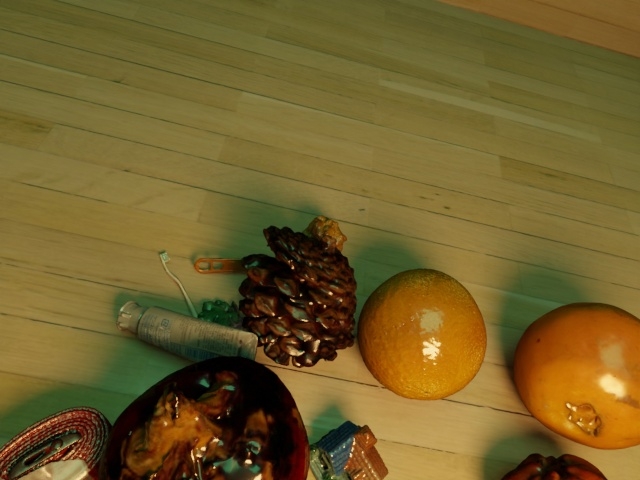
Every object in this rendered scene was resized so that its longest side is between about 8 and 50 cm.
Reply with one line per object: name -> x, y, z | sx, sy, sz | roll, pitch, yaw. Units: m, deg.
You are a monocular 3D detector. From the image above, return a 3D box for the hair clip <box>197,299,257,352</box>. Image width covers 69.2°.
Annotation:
hair clip -> -0.194, 0.203, 0.998 | 0.124, 0.052, 0.195 | -10, 50, -43

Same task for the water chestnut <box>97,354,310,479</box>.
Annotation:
water chestnut -> -0.182, 0.331, 0.728 | 0.336, 0.346, 0.335 | 1, 53, -2

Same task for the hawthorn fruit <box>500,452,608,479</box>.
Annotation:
hawthorn fruit -> 0.439, 0.533, 0.839 | 0.224, 0.224, 0.260 | -2, 79, -17

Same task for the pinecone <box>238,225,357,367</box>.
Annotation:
pinecone -> -0.045, 0.116, 0.951 | 0.242, 0.295, 0.298 | 3, 19, 2

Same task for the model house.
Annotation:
model house -> 0.057, 0.404, 0.852 | 0.120, 0.148, 0.148 | -23, 62, -27

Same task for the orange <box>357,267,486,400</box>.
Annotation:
orange -> 0.209, 0.192, 0.974 | 0.275, 0.274, 0.274 | 7, 54, -10

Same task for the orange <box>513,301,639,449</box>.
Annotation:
orange -> 0.576, 0.281, 0.985 | 0.313, 0.312, 0.311 | 7, 54, -10

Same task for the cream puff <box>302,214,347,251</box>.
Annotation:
cream puff -> 0.000, 0.000, 1.146 | 0.122, 0.115, 0.094 | 4, 29, 21

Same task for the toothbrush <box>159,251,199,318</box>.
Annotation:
toothbrush -> -0.318, 0.107, 1.047 | 0.022, 0.017, 0.204 | -31, 66, -10

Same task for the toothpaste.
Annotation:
toothpaste -> -0.262, 0.192, 0.921 | 0.300, 0.113, 0.073 | 15, 16, 15

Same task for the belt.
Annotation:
belt -> -0.441, 0.366, 0.763 | 0.201, 0.124, 0.128 | -32, 66, -32

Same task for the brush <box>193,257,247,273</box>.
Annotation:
brush -> -0.140, 0.056, 1.097 | 0.315, 0.090, 0.017 | -1, 30, -8
